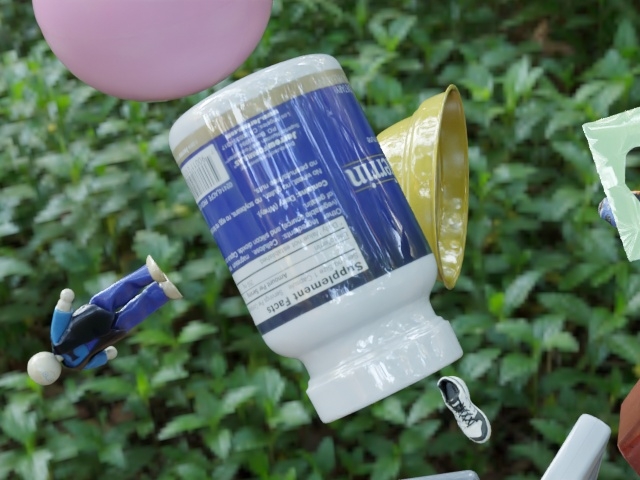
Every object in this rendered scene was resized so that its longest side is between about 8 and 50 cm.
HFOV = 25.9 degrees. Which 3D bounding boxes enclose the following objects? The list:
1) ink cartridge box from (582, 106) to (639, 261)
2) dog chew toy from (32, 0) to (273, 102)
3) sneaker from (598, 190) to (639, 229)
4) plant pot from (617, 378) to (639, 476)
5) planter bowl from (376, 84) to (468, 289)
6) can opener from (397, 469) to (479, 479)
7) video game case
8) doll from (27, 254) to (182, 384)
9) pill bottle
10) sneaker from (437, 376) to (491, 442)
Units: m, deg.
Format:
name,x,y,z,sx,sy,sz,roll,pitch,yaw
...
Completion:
name,x,y,z,sx,sy,sz,roll,pitch,yaw
ink cartridge box,0.321,-0.089,1.029,0.235,0.056,0.171,-16,41,9
dog chew toy,-0.157,-0.285,1.144,0.206,0.332,0.206,-9,30,5
sneaker,0.518,-0.034,2.134,0.221,0.083,0.087,19,-2,-32
plant pot,0.459,0.195,1.456,0.236,0.267,0.267,-39,-2,16
planter bowl,0.099,-0.057,1.484,0.090,0.217,0.217,1,35,15
can opener,0.060,0.337,1.679,0.280,0.093,0.074,-11,45,-4
video game case,0.187,0.352,1.376,0.036,0.329,0.300,30,69,19
doll,-0.252,0.093,1.563,0.189,0.129,0.046,-38,48,-4
pill bottle,0.000,0.000,1.100,0.153,0.265,0.153,-26,-3,-1
sneaker,0.151,0.182,1.496,0.032,0.037,0.083,-42,59,15
